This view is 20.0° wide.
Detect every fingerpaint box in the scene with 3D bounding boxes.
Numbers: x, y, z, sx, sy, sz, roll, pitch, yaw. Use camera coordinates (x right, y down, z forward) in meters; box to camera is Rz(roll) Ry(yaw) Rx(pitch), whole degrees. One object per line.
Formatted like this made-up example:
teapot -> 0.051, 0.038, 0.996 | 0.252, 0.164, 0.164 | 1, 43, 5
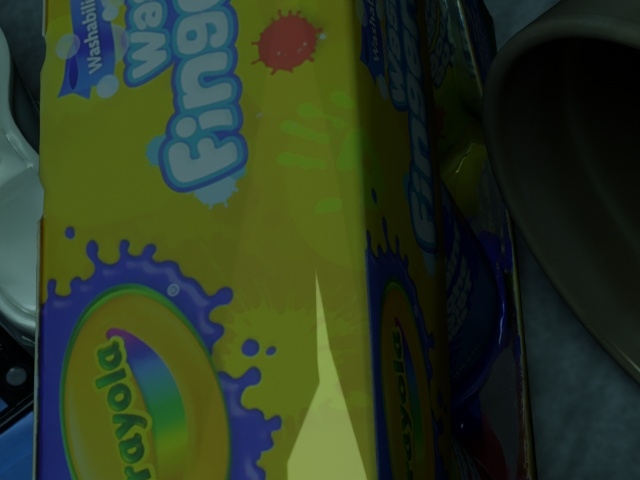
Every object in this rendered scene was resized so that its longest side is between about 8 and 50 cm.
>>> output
fingerpaint box -> 0.000, 0.000, 0.956 | 0.163, 0.371, 0.445 | -10, 65, 15

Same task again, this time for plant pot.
plant pot -> 0.292, -0.061, 0.942 | 0.280, 0.323, 0.323 | -42, 61, -19

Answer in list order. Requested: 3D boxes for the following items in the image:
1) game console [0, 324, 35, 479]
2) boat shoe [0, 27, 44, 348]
game console -> -0.228, 0.138, 1.143 | 0.144, 0.124, 0.085 | -37, 35, 1
boat shoe -> -0.222, -0.048, 1.202 | 0.116, 0.099, 0.319 | -32, 63, -7
